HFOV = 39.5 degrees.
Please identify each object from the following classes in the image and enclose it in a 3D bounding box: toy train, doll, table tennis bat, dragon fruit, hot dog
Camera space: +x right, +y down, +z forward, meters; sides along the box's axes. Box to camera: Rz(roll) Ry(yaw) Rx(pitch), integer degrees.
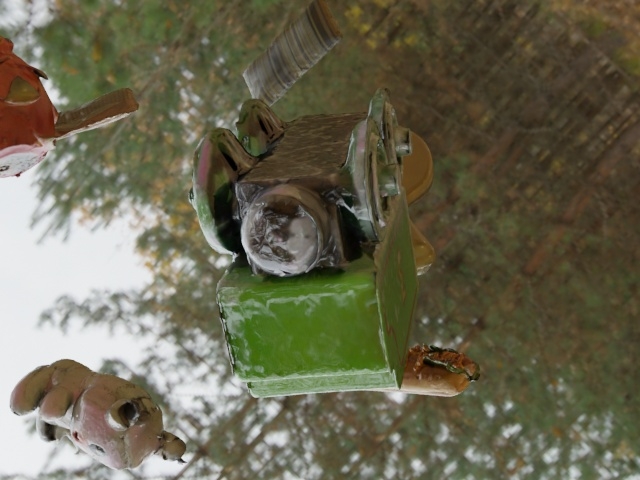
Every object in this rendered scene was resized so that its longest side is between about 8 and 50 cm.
[{"bbox_3d":[0.000,0.000,0.803,0.307,0.173,0.249,-62,-35,-69],"label":"toy train"},{"bbox_3d":[-0.252,0.197,1.005,0.192,0.095,0.149,16,150,20],"label":"doll"},{"bbox_3d":[0.068,-0.067,1.165,0.321,0.198,0.050,-116,14,-48],"label":"table tennis bat"},{"bbox_3d":[-0.547,-0.217,1.473,0.227,0.224,0.224,57,-163,7],"label":"dragon fruit"},{"bbox_3d":[0.109,0.157,1.109,0.072,0.188,0.055,-36,-63,-50],"label":"hot dog"}]

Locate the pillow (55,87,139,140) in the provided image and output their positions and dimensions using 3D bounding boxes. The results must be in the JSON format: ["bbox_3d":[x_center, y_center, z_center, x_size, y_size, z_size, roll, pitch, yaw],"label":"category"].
[{"bbox_3d":[-0.439,-0.227,1.639,0.135,0.211,0.034,-123,15,-54],"label":"pillow"}]

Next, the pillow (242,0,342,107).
[{"bbox_3d":[-0.049,-0.306,1.485,0.038,0.203,0.113,22,-141,-45],"label":"pillow"}]
